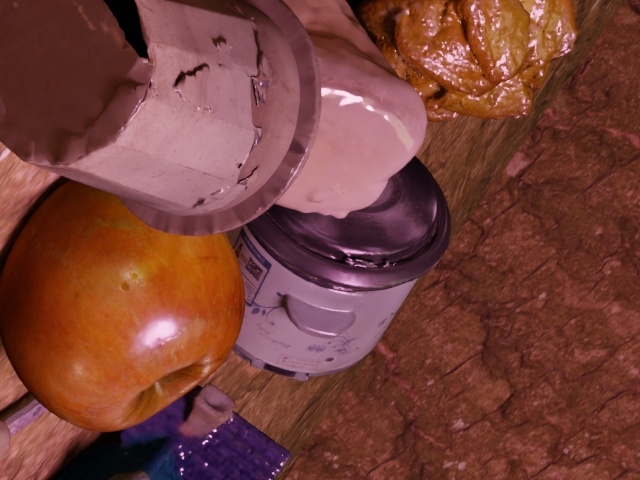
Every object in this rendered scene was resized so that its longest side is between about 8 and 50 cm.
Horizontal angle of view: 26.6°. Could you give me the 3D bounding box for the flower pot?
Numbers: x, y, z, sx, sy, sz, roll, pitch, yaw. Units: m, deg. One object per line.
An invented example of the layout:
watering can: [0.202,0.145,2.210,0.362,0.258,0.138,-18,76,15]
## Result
flower pot: [-0.129,-0.115,0.994,0.212,0.212,0.202,-57,159,8]

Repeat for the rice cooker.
rice cooker: [0.000,0.000,1.588,0.316,0.264,0.317,-160,-90,-82]

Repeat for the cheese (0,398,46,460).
cheese: [-0.335,0.205,1.373,0.192,0.037,0.097,-37,158,-53]

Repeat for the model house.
model house: [-0.197,0.329,1.722,0.280,0.245,0.312,-55,176,29]

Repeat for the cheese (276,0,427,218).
cheese: [-0.063,-0.160,1.241,0.247,0.251,0.174,8,138,-36]

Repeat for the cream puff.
cream puff: [0.143,-0.217,1.344,0.244,0.244,0.196,-49,122,-28]

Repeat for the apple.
apple: [-0.185,0.050,1.231,0.237,0.207,0.237,-32,161,-12]

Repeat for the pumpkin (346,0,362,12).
pumpkin: [0.062,-0.216,1.525,0.190,0.146,0.190,-50,168,-15]
